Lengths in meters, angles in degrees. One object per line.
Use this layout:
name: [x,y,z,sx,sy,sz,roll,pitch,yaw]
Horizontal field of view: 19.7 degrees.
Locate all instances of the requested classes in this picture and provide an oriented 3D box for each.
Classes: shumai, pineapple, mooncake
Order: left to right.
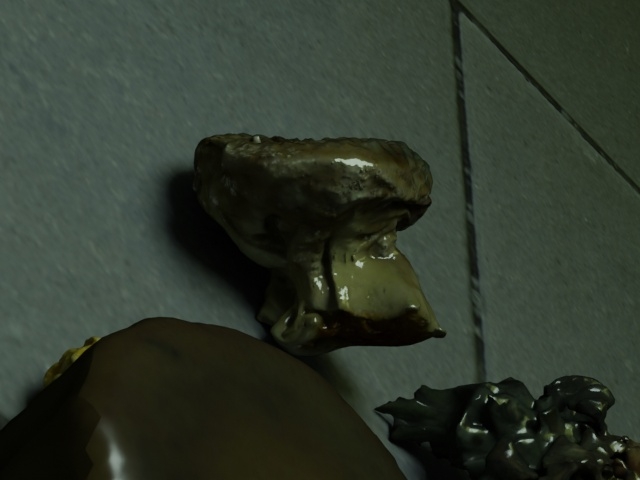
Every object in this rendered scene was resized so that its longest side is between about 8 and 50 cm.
mooncake: [-0.051,0.188,0.831,0.290,0.161,0.290,41,29,-29]
shumai: [0.000,0.000,1.219,0.209,0.161,0.153,179,-94,-84]
pineapple: [0.202,0.203,1.254,0.357,0.223,0.223,43,21,16]

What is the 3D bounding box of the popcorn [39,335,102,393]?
popcorn: [-0.112,0.091,0.974,0.083,0.057,0.082,23,33,-44]
